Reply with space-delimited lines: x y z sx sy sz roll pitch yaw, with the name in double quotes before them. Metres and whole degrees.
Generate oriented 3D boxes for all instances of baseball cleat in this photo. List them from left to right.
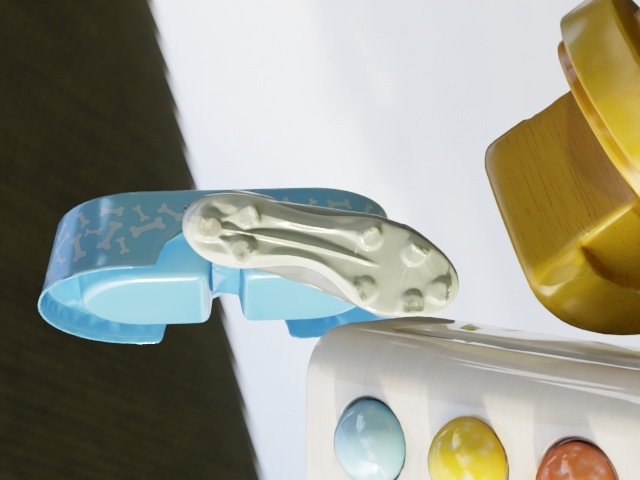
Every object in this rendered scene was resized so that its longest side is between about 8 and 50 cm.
"baseball cleat" 0.000 0.000 1.408 0.109 0.205 0.072 -116 46 -78

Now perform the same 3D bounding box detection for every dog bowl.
"dog bowl" -0.077 0.018 1.539 0.166 0.297 0.074 96 171 -67

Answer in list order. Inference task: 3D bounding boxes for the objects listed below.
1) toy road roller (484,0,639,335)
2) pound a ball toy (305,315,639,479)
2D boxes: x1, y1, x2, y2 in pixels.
"toy road roller" 0.254 -0.031 1.177 0.329 0.240 0.202 40 -155 -38
"pound a ball toy" 0.135 0.168 1.146 0.135 0.319 0.208 -7 -79 -45
